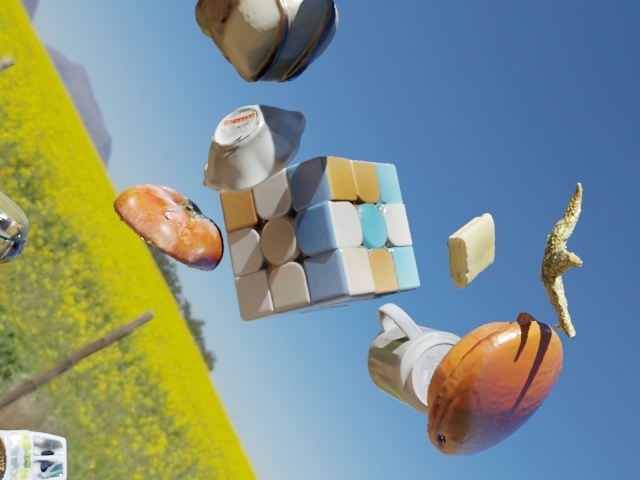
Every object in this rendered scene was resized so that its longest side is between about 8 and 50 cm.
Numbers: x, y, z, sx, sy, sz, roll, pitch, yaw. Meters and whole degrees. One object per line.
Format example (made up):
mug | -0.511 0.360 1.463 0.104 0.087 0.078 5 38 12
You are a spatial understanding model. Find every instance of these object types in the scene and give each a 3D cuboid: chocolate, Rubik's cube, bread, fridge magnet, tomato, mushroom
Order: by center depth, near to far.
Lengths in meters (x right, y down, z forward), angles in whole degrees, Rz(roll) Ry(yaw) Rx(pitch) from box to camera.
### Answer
tomato | -0.276 -0.032 1.599 0.236 0.095 0.237 37 3 -2
chocolate | -0.092 -0.423 1.656 0.186 0.283 0.283 64 -11 10
fridge magnet | 0.375 0.320 1.819 0.155 0.363 0.364 44 -21 42
bread | 0.363 0.024 2.006 0.060 0.178 0.140 7 -70 31
Rubik's cube | 0.000 0.000 2.101 0.346 0.346 0.344 -17 -100 36
mushroom | -0.294 -0.172 2.294 0.079 0.085 0.085 -26 -88 40

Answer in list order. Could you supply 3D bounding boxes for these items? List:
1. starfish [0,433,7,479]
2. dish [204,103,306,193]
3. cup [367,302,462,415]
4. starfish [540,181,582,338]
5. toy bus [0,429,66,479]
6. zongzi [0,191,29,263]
starfish | -0.486 0.317 1.090 0.050 0.138 0.247 -107 -149 -53
dish | -0.142 -0.198 1.593 0.081 0.229 0.229 52 -3 -39
cup | 0.279 0.335 2.435 0.323 0.236 0.327 64 -13 -6
starfish | 0.514 0.044 1.775 0.358 0.078 0.347 51 49 -72
toy bus | -0.520 0.413 1.427 0.330 0.135 0.109 130 -41 -54
zongzi | -0.822 0.008 1.726 0.323 0.360 0.160 39 -4 -9
